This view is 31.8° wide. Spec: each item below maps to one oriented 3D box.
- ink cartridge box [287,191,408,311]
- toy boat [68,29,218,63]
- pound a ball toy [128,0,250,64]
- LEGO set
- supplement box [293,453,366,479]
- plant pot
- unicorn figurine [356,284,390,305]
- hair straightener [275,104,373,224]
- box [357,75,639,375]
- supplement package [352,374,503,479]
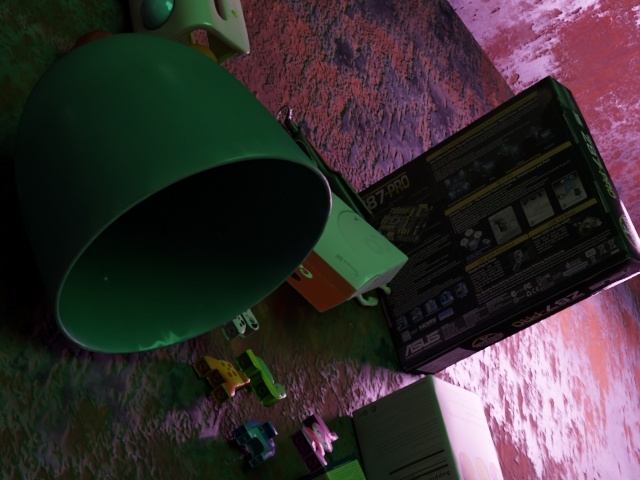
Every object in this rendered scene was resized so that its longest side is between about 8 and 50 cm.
[{"bbox_3d":[0.000,0.000,1.556,0.189,0.066,0.232,42,19,14],"label":"ink cartridge box"},{"bbox_3d":[-0.186,-0.184,1.370,0.231,0.151,0.151,21,46,-53],"label":"toy boat"},{"bbox_3d":[-0.176,-0.389,1.541,0.136,0.208,0.319,29,40,-48],"label":"pound a ball toy"},{"bbox_3d":[-0.070,0.171,1.293,0.227,0.087,0.093,58,22,11],"label":"LEGO set"},{"bbox_3d":[0.018,0.308,1.334,0.083,0.056,0.083,-3,66,-62],"label":"supplement box"},{"bbox_3d":[-0.173,-0.066,1.136,0.293,0.293,0.235,16,36,-56],"label":"plant pot"},{"bbox_3d":[0.057,0.051,1.690,0.111,0.060,0.162,25,27,-37],"label":"unicorn figurine"},{"bbox_3d":[-0.002,-0.109,1.750,0.230,0.047,0.089,58,25,-3],"label":"hair straightener"},{"bbox_3d":[0.256,-0.015,1.721,0.097,0.395,0.318,17,48,-53],"label":"box"},{"bbox_3d":[0.155,0.324,1.478,0.139,0.134,0.244,27,40,-48],"label":"supplement package"}]
